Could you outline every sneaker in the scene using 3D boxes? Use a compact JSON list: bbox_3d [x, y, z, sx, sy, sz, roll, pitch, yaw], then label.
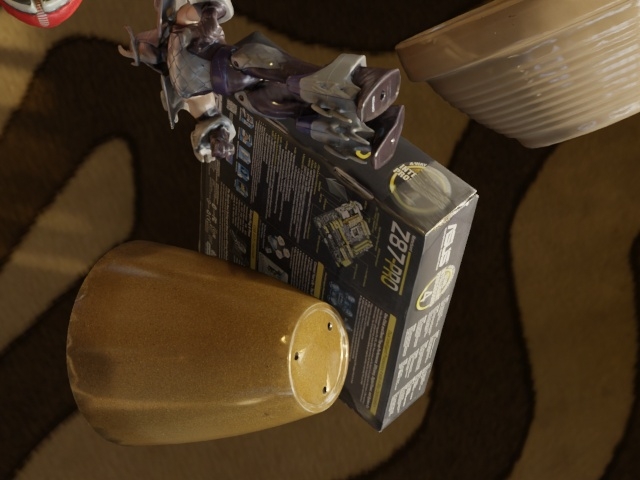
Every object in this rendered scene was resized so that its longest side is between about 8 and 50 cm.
[{"bbox_3d":[-0.266,-0.252,1.376,0.107,0.118,0.279,-21,33,-9],"label":"sneaker"}]

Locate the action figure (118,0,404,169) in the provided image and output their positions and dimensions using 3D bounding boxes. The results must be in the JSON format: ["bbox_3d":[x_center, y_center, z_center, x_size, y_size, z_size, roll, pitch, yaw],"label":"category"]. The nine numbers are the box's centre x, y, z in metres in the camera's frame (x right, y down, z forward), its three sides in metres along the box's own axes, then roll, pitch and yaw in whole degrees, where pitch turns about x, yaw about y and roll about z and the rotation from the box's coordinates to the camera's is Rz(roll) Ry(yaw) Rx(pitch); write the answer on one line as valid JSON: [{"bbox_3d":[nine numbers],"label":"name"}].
[{"bbox_3d":[-0.066,-0.150,1.332,0.285,0.185,0.099,17,50,21],"label":"action figure"}]

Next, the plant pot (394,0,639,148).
[{"bbox_3d":[0.181,-0.138,1.046,0.237,0.237,0.109,-23,97,-6],"label":"plant pot"}]

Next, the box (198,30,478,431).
[{"bbox_3d":[0.000,0.000,1.634,0.318,0.395,0.097,40,59,23],"label":"box"}]

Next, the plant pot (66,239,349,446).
[{"bbox_3d":[-0.104,0.120,1.601,0.254,0.237,0.237,1,68,32],"label":"plant pot"}]
